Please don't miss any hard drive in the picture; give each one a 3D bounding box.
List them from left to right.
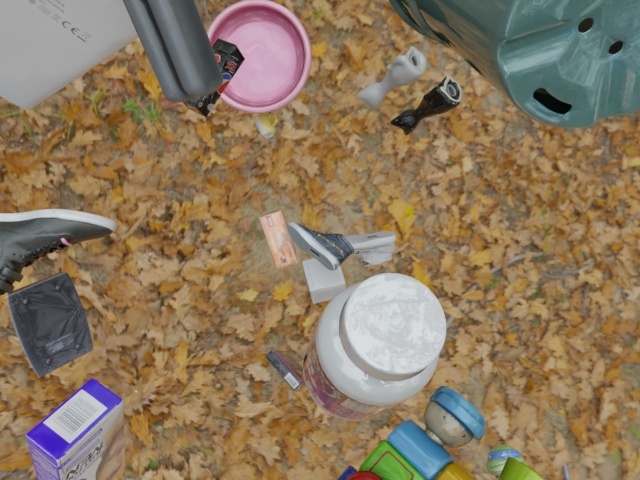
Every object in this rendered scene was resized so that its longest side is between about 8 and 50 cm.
[{"bbox_3d":[-0.365,-0.271,0.624,0.210,0.319,0.040,33,57,-43],"label":"hard drive"},{"bbox_3d":[-0.723,0.220,1.427,0.172,0.054,0.254,-29,123,-39],"label":"hard drive"}]

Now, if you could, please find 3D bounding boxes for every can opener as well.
[{"bbox_3d":[-0.181,-0.262,0.492,0.093,0.074,0.280,-42,121,-35],"label":"can opener"}]

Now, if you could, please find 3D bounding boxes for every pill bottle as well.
[{"bbox_3d":[0.069,0.156,0.761,0.170,0.301,0.169,3,65,-7],"label":"pill bottle"}]

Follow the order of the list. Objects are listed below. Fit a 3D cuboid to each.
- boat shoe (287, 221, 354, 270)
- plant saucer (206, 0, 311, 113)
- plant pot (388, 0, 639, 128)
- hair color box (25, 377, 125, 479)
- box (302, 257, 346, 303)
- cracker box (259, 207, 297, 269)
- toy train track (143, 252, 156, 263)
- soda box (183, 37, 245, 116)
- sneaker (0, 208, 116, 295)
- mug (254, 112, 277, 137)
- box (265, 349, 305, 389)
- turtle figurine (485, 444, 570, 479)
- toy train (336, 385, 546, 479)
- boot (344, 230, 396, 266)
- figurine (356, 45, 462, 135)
[{"bbox_3d":[0.000,0.000,1.398,0.083,0.065,0.183,-37,64,-26],"label":"boat shoe"},{"bbox_3d":[-0.191,-0.556,1.638,0.333,0.084,0.331,1,100,4],"label":"plant saucer"},{"bbox_3d":[0.268,-0.327,0.627,0.342,0.341,0.334,5,42,-18],"label":"plant pot"},{"bbox_3d":[-0.574,0.509,1.282,0.110,0.338,0.185,31,43,13],"label":"hair color box"},{"bbox_3d":[0.012,0.106,1.486,0.102,0.087,0.101,-13,59,-4],"label":"box"},{"bbox_3d":[-0.121,-0.011,1.573,0.067,0.232,0.155,-18,96,-2],"label":"cracker box"},{"bbox_3d":[-0.557,0.060,1.736,0.048,0.083,0.014,30,62,-7],"label":"toy train track"},{"bbox_3d":[-0.244,-0.367,1.202,0.060,0.053,0.168,28,81,23],"label":"soda box"},{"bbox_3d":[-0.521,0.026,0.959,0.296,0.104,0.146,-3,74,-11],"label":"sneaker"},{"bbox_3d":[-0.173,-0.367,1.703,0.062,0.078,0.064,-15,71,-16],"label":"mug"},{"bbox_3d":[-0.078,0.342,1.413,0.029,0.162,0.116,-46,72,1],"label":"box"},{"bbox_3d":[0.245,0.419,0.692,0.198,0.275,0.266,-17,73,10],"label":"turtle figurine"},{"bbox_3d":[0.143,0.244,0.433,0.143,0.105,0.248,-46,53,-11],"label":"toy train"},{"bbox_3d":[0.168,0.044,2.000,0.259,0.095,0.123,-7,112,-23],"label":"boot"},{"bbox_3d":[0.231,-0.390,1.444,0.215,0.209,0.092,30,53,-23],"label":"figurine"}]
